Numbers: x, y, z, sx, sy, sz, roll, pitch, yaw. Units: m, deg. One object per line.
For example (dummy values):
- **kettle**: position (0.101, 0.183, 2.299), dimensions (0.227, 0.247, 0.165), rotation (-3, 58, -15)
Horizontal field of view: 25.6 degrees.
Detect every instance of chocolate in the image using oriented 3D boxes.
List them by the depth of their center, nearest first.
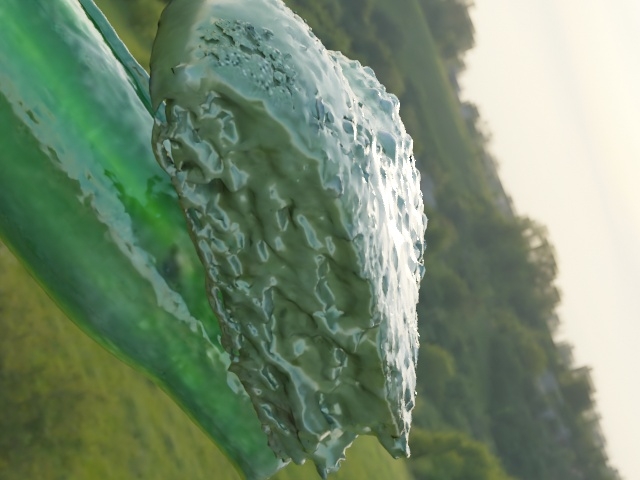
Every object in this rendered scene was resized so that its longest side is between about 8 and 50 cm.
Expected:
- **chocolate**: position (-0.099, -0.019, 0.634), dimensions (0.291, 0.110, 0.110), rotation (52, 7, 0)

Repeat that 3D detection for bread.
- **bread**: position (0.000, 0.000, 0.516), dimensions (0.232, 0.064, 0.173), rotation (31, 53, -74)
